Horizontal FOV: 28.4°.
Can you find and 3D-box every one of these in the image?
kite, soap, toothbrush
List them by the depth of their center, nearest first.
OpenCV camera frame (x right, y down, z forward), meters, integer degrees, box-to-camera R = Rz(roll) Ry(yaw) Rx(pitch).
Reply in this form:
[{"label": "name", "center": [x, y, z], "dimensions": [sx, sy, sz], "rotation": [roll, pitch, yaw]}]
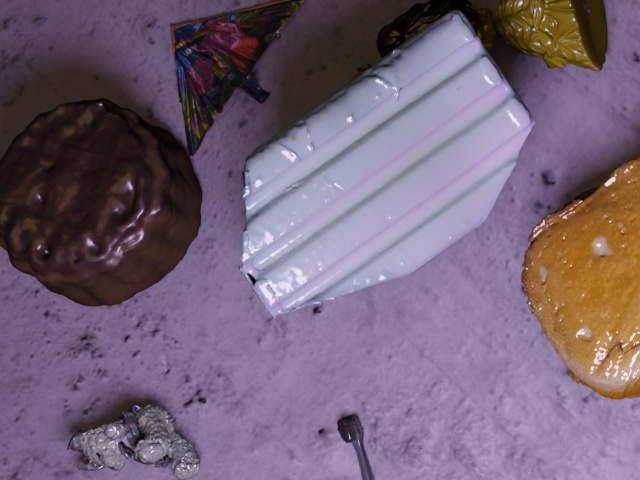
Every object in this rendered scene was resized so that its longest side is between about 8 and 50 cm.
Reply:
[{"label": "soap", "center": [0.073, -0.084, 1.742], "dimensions": [0.446, 0.156, 0.261], "rotation": [-36, 98, -3]}, {"label": "toothbrush", "center": [0.079, 0.394, 1.818], "dimensions": [0.030, 0.030, 0.297], "rotation": [-32, 67, 39]}, {"label": "kite", "center": [-0.163, -0.300, 2.085], "dimensions": [0.234, 0.016, 0.321], "rotation": [37, 92, 26]}]

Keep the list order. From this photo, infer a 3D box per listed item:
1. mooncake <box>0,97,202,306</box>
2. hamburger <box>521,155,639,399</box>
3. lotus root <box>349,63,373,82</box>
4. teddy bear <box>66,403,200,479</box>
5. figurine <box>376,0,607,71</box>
[{"label": "mooncake", "center": [-0.363, -0.063, 2.012], "dimensions": [0.324, 0.187, 0.324], "rotation": [-5, 74, 18]}, {"label": "hamburger", "center": [0.431, 0.048, 1.682], "dimensions": [0.304, 0.174, 0.284], "rotation": [-30, 71, 12]}, {"label": "lotus root", "center": [0.086, -0.192, 1.932], "dimensions": [0.143, 0.070, 0.144], "rotation": [15, 87, 29]}, {"label": "teddy bear", "center": [-0.285, 0.298, 1.933], "dimensions": [0.213, 0.133, 0.111], "rotation": [-3, 56, 34]}, {"label": "figurine", "center": [0.246, -0.317, 1.874], "dimensions": [0.315, 0.168, 0.187], "rotation": [-9, 114, 29]}]
